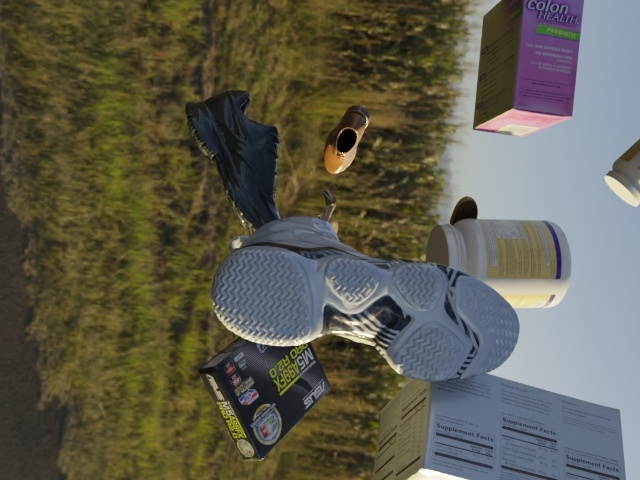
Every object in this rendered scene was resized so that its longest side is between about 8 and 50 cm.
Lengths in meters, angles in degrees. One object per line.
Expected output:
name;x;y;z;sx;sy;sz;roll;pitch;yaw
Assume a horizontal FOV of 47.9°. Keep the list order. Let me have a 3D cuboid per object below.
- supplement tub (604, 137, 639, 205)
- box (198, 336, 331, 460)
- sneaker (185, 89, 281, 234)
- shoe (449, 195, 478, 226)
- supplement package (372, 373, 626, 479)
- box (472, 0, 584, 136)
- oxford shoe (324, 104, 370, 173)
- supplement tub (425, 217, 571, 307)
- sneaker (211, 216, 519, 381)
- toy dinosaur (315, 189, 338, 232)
supplement tub;0.915;-0.208;2.015;0.199;0.144;0.144;-44;177;6
box;-0.108;0.293;1.519;0.270;0.060;0.216;-35;105;-48
sneaker;-0.112;-0.122;1.181;0.286;0.130;0.109;63;-9;2
shoe;0.393;-0.050;2.036;0.219;0.076;0.058;89;-12;-48
supplement package;0.223;0.287;0.944;0.204;0.262;0.145;116;-12;-54
box;0.393;-0.340;1.382;0.213;0.117;0.243;168;-72;-82
oxford shoe;0.045;-0.210;1.617;0.212;0.076;0.076;115;-1;-56
supplement tub;0.471;0.062;1.938;0.241;0.331;0.241;-179;-90;-81
sneaker;0.051;0.056;0.891;0.210;0.365;0.137;-111;-147;-72
toy dinosaur;0.000;0.000;1.343;0.092;0.053;0.183;-25;135;-43
